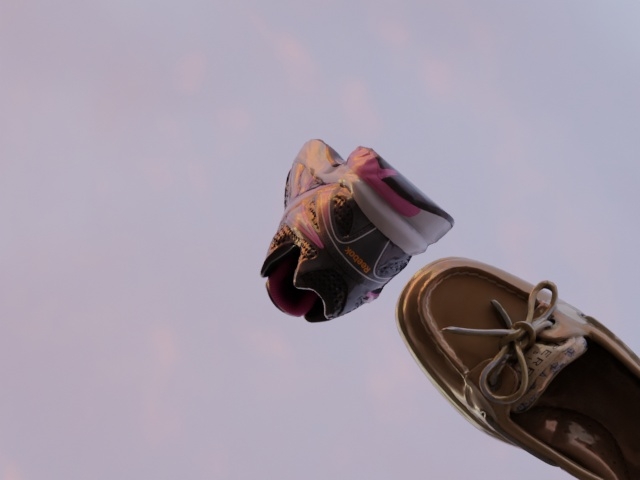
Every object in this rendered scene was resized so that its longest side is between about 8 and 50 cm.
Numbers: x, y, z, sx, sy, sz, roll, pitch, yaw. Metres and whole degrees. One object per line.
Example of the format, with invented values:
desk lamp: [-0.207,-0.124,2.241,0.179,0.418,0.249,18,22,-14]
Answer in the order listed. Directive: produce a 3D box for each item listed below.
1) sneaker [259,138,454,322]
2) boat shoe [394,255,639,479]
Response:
sneaker: [0.000,0.000,0.929,0.072,0.077,0.178,43,-6,-3]
boat shoe: [0.170,0.102,1.255,0.285,0.104,0.089,36,-12,12]
